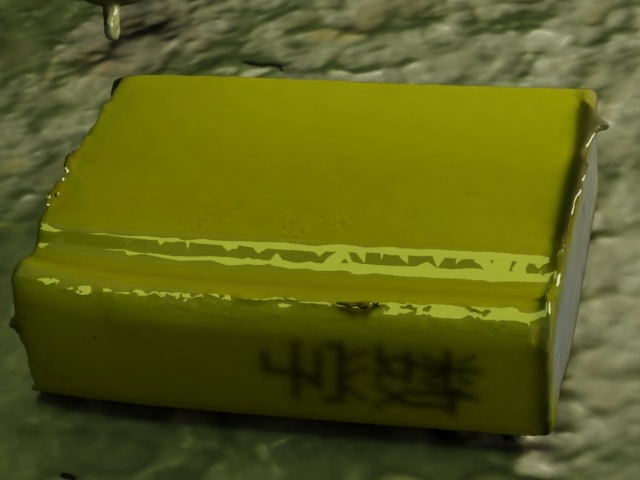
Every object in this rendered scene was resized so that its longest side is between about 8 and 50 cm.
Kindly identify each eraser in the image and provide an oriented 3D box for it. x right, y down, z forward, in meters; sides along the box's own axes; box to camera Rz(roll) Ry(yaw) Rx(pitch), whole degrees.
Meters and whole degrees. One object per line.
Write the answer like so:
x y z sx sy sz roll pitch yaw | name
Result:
0.000 0.000 0.738 0.226 0.069 0.158 3 38 14 | eraser

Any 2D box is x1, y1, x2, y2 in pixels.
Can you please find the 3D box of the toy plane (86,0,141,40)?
-0.091 -0.201 0.986 0.092 0.108 0.286 -1 27 12 | toy plane
